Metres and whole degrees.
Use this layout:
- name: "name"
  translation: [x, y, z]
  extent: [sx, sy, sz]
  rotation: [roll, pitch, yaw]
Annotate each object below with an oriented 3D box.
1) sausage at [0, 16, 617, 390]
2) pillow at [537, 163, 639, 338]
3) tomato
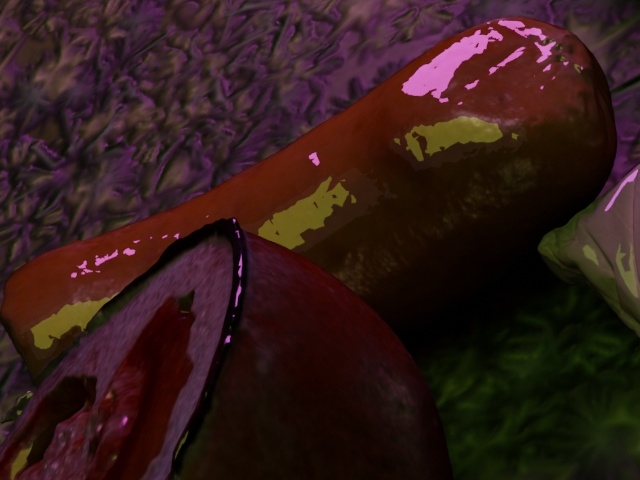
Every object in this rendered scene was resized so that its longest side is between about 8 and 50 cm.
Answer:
- name: "sausage"
  translation: [0.001, 0.002, 0.826]
  extent: [0.270, 0.109, 0.109]
  rotation: [-29, 43, 12]
- name: "pillow"
  translation: [0.254, -0.013, 0.684]
  extent: [0.274, 0.076, 0.281]
  rotation: [-46, 47, 3]
- name: "tomato"
  translation: [-0.034, 0.111, 0.720]
  extent: [0.214, 0.155, 0.181]
  rotation: [-34, 33, 49]
